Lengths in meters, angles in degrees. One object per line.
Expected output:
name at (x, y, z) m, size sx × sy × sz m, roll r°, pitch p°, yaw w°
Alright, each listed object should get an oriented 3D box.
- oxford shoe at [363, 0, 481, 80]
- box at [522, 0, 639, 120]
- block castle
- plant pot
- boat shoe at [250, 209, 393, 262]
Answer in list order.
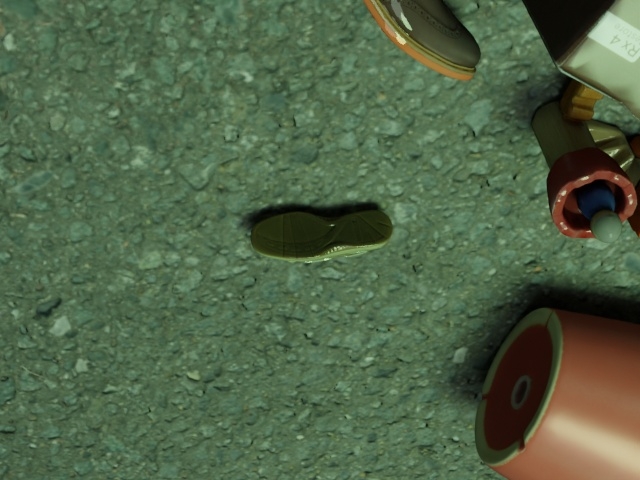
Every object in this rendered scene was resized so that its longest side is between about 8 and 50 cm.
oxford shoe at (0.076, -0.250, 1.313) m, size 0.098 × 0.097 × 0.271 m, roll -40°, pitch 125°, yaw 15°
box at (0.249, -0.244, 1.155) m, size 0.191 × 0.381 × 0.143 m, roll 24°, pitch 122°, yaw -26°
block castle at (0.462, -0.103, 1.421) m, size 0.453 × 0.213 × 0.303 m, roll 11°, pitch 127°, yaw -18°
plant pot at (0.329, 0.210, 1.646) m, size 0.243 × 0.275 × 0.275 m, roll 22°, pitch 123°, yaw -14°
boat shoe at (0.000, -0.002, 1.538) m, size 0.153 × 0.056 × 0.048 m, roll -8°, pitch 161°, yaw -9°
